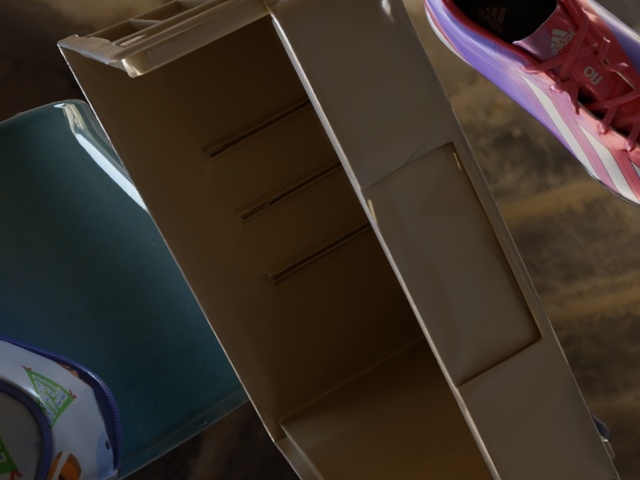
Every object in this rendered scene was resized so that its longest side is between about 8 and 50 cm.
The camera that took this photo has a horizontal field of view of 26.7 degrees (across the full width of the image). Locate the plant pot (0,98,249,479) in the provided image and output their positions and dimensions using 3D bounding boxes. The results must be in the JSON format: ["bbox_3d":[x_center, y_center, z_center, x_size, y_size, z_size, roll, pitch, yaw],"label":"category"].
[{"bbox_3d":[-0.193,0.047,1.000,0.272,0.255,0.271,-31,-1,0],"label":"plant pot"}]

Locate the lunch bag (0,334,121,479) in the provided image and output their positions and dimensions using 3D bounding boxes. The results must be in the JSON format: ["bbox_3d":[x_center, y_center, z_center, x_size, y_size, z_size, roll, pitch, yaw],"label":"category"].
[{"bbox_3d":[-0.255,0.179,0.795,0.115,0.243,0.303,-14,-63,-73],"label":"lunch bag"}]

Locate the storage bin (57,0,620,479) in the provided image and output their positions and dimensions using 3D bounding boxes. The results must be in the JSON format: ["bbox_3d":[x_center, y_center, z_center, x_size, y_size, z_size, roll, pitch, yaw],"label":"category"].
[{"bbox_3d":[0.000,0.000,0.643,0.123,0.262,0.260,-29,16,-8],"label":"storage bin"}]

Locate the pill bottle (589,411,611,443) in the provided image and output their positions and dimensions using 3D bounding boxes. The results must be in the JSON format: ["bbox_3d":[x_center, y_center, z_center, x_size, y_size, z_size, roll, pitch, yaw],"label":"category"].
[{"bbox_3d":[0.118,0.213,0.830,0.123,0.219,0.123,4,14,-1],"label":"pill bottle"}]

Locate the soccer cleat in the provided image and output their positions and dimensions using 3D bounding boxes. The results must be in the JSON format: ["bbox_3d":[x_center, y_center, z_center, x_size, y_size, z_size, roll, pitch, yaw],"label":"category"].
[{"bbox_3d":[0.200,-0.119,0.996,0.108,0.318,0.116,-51,-15,5],"label":"soccer cleat"}]
